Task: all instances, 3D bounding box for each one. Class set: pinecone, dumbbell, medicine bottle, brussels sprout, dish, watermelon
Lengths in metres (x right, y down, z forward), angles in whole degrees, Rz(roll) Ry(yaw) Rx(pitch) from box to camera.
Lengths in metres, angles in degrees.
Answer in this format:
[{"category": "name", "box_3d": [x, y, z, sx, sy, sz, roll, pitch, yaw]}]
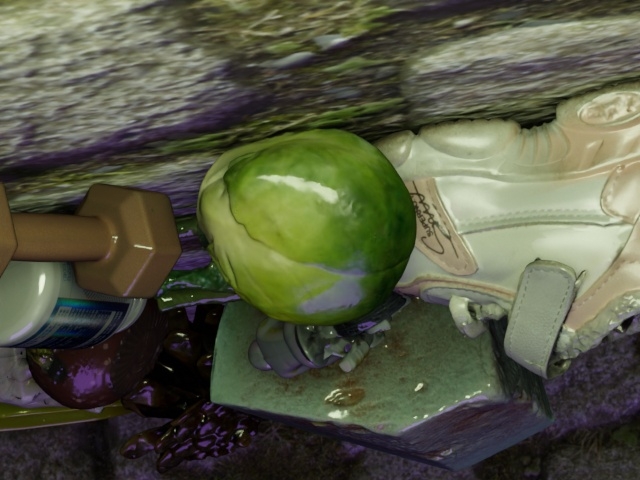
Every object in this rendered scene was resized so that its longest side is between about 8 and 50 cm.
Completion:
[{"category": "pinecone", "box_3d": [-0.144, 0.158, 1.942, 0.202, 0.201, 0.229, -19, 171, 29]}, {"category": "dumbbell", "box_3d": [-0.196, -0.002, 1.165, 0.092, 0.082, 0.231, 9, -177, 34]}, {"category": "medicine bottle", "box_3d": [-0.217, 0.034, 1.334, 0.107, 0.107, 0.191, -12, 172, 20]}, {"category": "brussels sprout", "box_3d": [-0.008, -0.010, 1.175, 0.155, 0.155, 0.117, -14, -162, 30]}, {"category": "dish", "box_3d": [-0.368, 0.189, 2.219, 0.262, 0.108, 0.221, -4, 170, -21]}, {"category": "watermelon", "box_3d": [0.098, 0.117, 1.649, 0.387, 0.228, 0.258, 12, 178, -23]}]

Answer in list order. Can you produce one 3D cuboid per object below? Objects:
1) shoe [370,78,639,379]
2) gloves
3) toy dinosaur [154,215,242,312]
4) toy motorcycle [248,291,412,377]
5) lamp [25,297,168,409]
[{"category": "shoe", "box_3d": [0.153, 0.006, 1.241, 0.351, 0.198, 0.172, -15, 169, 26]}, {"category": "gloves", "box_3d": [-0.305, 0.127, 1.795, 0.212, 0.128, 0.111, -4, 176, 25]}, {"category": "toy dinosaur", "box_3d": [0.000, 0.000, 1.427, 0.300, 0.087, 0.447, -8, 178, -7]}, {"category": "toy motorcycle", "box_3d": [0.003, 0.071, 1.439, 0.152, 0.073, 0.225, -31, -175, 2]}, {"category": "lamp", "box_3d": [-0.220, 0.078, 1.567, 0.135, 0.156, 0.157, 27, 146, 21]}]
